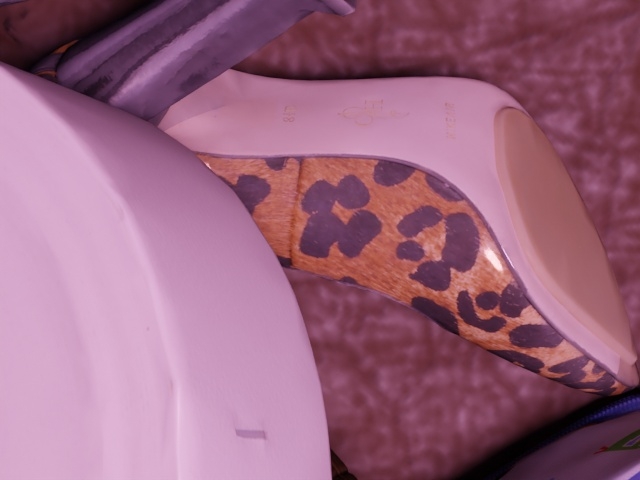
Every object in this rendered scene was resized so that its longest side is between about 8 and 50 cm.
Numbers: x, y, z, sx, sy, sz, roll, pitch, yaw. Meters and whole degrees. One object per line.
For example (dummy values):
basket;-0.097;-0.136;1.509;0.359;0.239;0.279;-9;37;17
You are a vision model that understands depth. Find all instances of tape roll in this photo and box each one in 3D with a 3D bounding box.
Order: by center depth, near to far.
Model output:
tape roll;-0.142;0.076;0.489;0.286;0.100;0.286;-4;80;24

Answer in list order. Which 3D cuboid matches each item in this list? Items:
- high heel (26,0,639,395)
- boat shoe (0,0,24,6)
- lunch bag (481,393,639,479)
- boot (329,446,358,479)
high heel;0.000;0.000;0.604;0.186;0.093;0.261;-26;121;33
boat shoe;-0.110;-0.142;0.551;0.302;0.109;0.094;-12;93;2
lunch bag;0.149;0.229;0.598;0.243;0.115;0.303;-33;97;-3
boot;-0.069;0.125;0.548;0.165;0.077;0.213;-46;67;5
